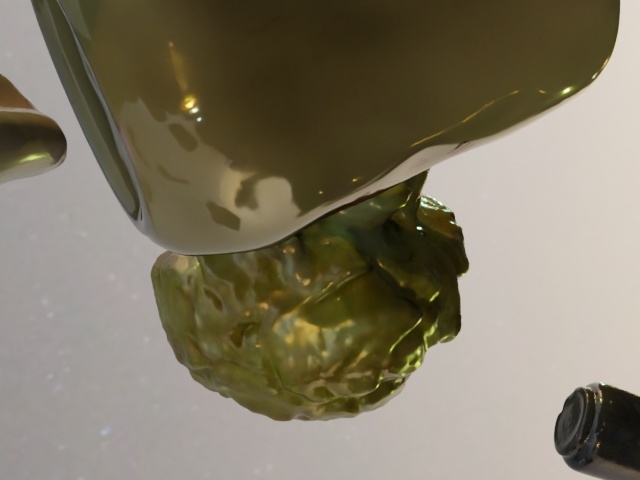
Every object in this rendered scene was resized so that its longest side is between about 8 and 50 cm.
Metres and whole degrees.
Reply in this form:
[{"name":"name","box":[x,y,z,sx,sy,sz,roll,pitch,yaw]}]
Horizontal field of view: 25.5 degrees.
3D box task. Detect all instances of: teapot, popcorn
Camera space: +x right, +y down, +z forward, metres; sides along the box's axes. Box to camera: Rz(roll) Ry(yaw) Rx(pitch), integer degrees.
[{"name":"teapot","box":[0.169,0.102,0.756,0.083,0.049,0.063,19,-135,-12]},{"name":"popcorn","box":[0.000,0.000,0.844,0.198,0.212,0.198,19,-160,-7]}]

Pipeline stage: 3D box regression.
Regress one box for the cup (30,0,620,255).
[{"name":"cup","box":[-0.024,-0.126,0.609,0.255,0.202,0.173,57,165,36]}]

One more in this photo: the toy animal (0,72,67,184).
[{"name":"toy animal","box":[-0.208,-0.004,0.395,0.367,0.196,0.241,-73,-27,-71]}]
